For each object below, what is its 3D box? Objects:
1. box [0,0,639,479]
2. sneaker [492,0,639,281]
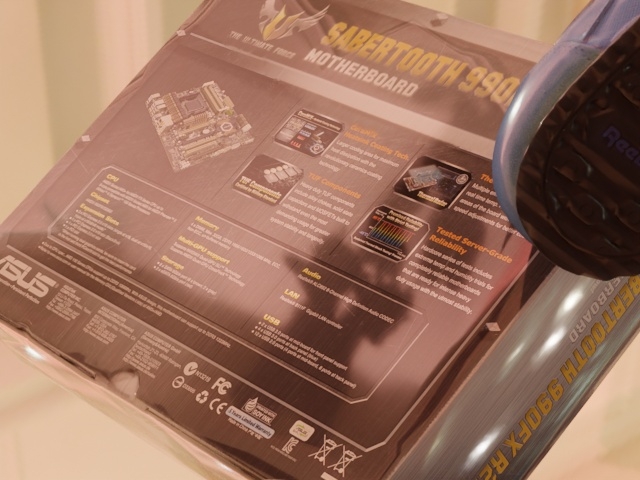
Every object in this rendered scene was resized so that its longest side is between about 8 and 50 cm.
[{"bbox_3d":[0.000,0.000,0.604,0.183,0.231,0.056,-50,-46,-16],"label":"box"},{"bbox_3d":[0.127,-0.079,0.476,0.069,0.082,0.209,43,-76,-14],"label":"sneaker"}]
